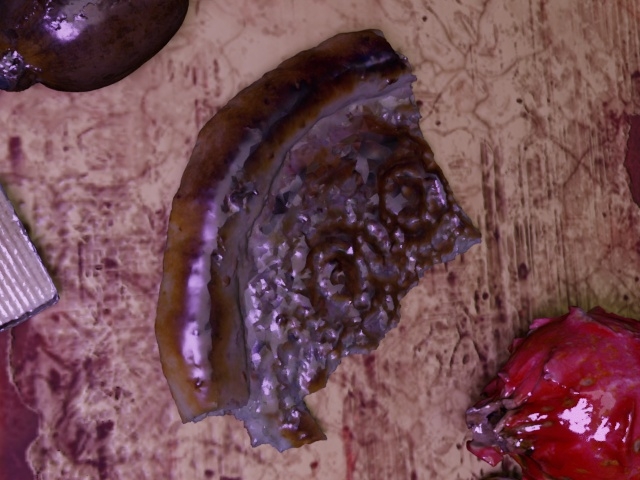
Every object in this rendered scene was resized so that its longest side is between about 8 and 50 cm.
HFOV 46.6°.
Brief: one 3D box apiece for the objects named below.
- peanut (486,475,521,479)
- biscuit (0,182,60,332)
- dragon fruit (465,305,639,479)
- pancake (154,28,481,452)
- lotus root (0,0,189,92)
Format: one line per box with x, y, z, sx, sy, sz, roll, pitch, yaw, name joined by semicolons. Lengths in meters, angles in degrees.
0.242;0.301;0.778;0.174;0.080;0.080;22;73;18;peanut
-0.324;0.044;0.590;0.199;0.040;0.121;-29;95;-25;biscuit
0.271;0.169;0.765;0.268;0.210;0.205;-2;55;-22;dragon fruit
-0.003;-0.005;0.727;0.305;0.067;0.427;49;67;-15;pancake
-0.197;-0.192;0.629;0.209;0.120;0.120;-39;102;-23;lotus root
